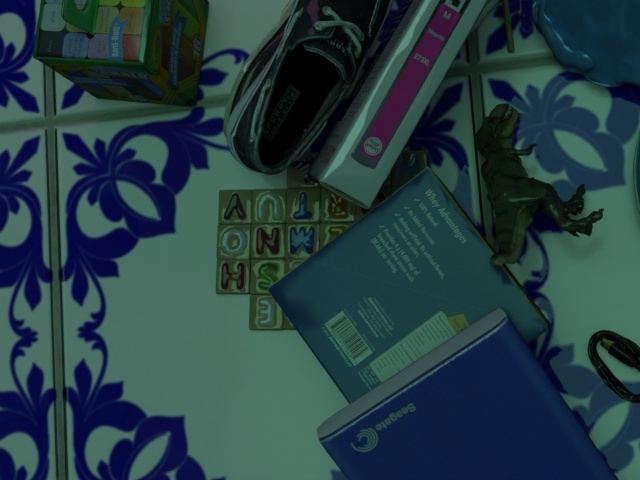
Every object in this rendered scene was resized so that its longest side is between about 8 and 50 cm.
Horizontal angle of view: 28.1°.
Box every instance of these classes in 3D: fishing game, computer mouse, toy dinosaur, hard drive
[{"bbox_3d":[0.301,-0.241,1.299,0.264,0.041,0.189,6,123,39],"label":"fishing game"},{"bbox_3d":[0.376,0.161,1.282,0.242,0.041,0.071,28,89,16],"label":"computer mouse"},{"bbox_3d":[0.217,-0.040,1.297,0.118,0.268,0.064,12,126,-5],"label":"toy dinosaur"},{"bbox_3d":[0.172,0.248,1.234,0.210,0.040,0.319,-34,107,6],"label":"hard drive"}]

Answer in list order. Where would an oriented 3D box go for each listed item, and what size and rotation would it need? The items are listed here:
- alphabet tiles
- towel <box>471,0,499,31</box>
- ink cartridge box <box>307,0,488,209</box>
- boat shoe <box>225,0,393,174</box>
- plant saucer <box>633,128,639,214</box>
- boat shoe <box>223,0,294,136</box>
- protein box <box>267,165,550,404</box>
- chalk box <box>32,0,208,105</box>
[{"bbox_3d":[0.000,0.000,1.409,0.237,0.009,0.198,-1,82,12],"label":"alphabet tiles"},{"bbox_3d":[0.130,-0.329,1.419,0.197,0.029,0.144,41,93,15],"label":"towel"},{"bbox_3d":[0.103,-0.209,1.307,0.069,0.176,0.371,27,93,-7],"label":"ink cartridge box"},{"bbox_3d":[0.003,-0.204,1.345,0.108,0.102,0.301,33,89,-21],"label":"boat shoe"},{"bbox_3d":[0.479,-0.067,1.293,0.317,0.043,0.318,-2,81,13],"label":"plant saucer"},{"bbox_3d":[-0.034,-0.192,1.412,0.065,0.075,0.206,30,84,18],"label":"boat shoe"},{"bbox_3d":[0.094,0.068,1.300,0.201,0.136,0.200,-37,81,7],"label":"protein box"},{"bbox_3d":[-0.220,-0.239,1.389,0.132,0.213,0.133,6,83,14],"label":"chalk box"}]
